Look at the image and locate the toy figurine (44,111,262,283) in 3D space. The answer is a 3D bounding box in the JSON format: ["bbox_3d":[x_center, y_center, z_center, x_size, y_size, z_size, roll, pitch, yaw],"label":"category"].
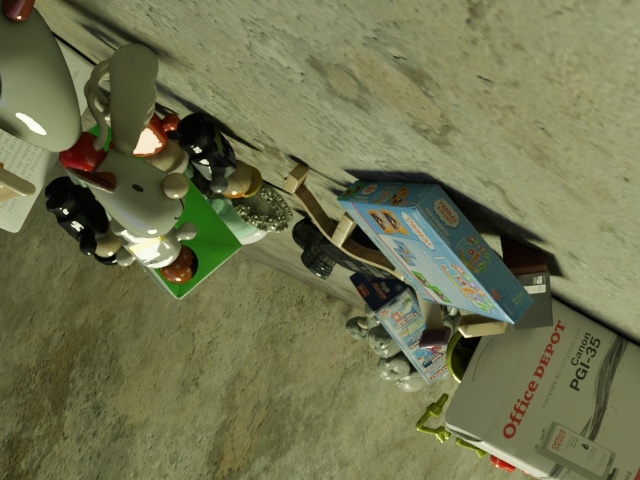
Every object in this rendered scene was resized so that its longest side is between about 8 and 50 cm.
[{"bbox_3d":[-0.204,-0.058,1.434,0.210,0.213,0.148,17,158,37],"label":"toy figurine"}]

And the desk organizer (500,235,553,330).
[{"bbox_3d":[0.219,0.045,1.236,0.047,0.050,0.130,-7,150,9],"label":"desk organizer"}]

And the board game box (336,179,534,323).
[{"bbox_3d":[0.114,0.007,1.212,0.160,0.039,0.211,49,169,-17],"label":"board game box"}]

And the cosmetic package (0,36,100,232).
[{"bbox_3d":[-0.467,-0.200,1.251,0.162,0.230,0.453,24,173,31],"label":"cosmetic package"}]

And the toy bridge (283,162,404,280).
[{"bbox_3d":[0.030,-0.017,1.370,0.188,0.026,0.063,38,146,9],"label":"toy bridge"}]

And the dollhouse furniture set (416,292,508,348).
[{"bbox_3d":[0.172,0.069,1.412,0.114,0.081,0.091,-8,-160,18],"label":"dollhouse furniture set"}]

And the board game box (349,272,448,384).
[{"bbox_3d":[0.111,0.101,1.627,0.194,0.060,0.194,54,-179,-31],"label":"board game box"}]

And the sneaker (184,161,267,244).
[{"bbox_3d":[-0.200,-0.076,1.860,0.256,0.094,0.151,21,169,34],"label":"sneaker"}]

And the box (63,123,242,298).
[{"bbox_3d":[-0.254,-0.051,1.696,0.262,0.127,0.231,52,171,-6],"label":"box"}]

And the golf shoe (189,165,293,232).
[{"bbox_3d":[-0.107,-0.070,1.731,0.176,0.069,0.086,31,-167,16],"label":"golf shoe"}]

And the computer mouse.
[{"bbox_3d":[0.138,0.027,1.443,0.262,0.060,0.184,5,157,43],"label":"computer mouse"}]

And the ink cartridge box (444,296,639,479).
[{"bbox_3d":[0.332,0.217,1.490,0.283,0.207,0.117,28,173,-17],"label":"ink cartridge box"}]

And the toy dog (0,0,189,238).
[{"bbox_3d":[-0.234,-0.142,1.099,0.161,0.220,0.334,-21,150,38],"label":"toy dog"}]

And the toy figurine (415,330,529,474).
[{"bbox_3d":[0.276,0.196,1.673,0.363,0.191,0.217,21,-163,-24],"label":"toy figurine"}]

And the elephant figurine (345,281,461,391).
[{"bbox_3d":[0.129,0.115,1.867,0.239,0.186,0.169,-111,2,-60],"label":"elephant figurine"}]

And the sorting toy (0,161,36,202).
[{"bbox_3d":[-0.402,-0.078,1.115,0.208,0.038,0.193,-10,150,42],"label":"sorting toy"}]

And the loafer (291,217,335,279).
[{"bbox_3d":[0.000,0.000,1.804,0.062,0.061,0.170,33,-167,-25],"label":"loafer"}]
